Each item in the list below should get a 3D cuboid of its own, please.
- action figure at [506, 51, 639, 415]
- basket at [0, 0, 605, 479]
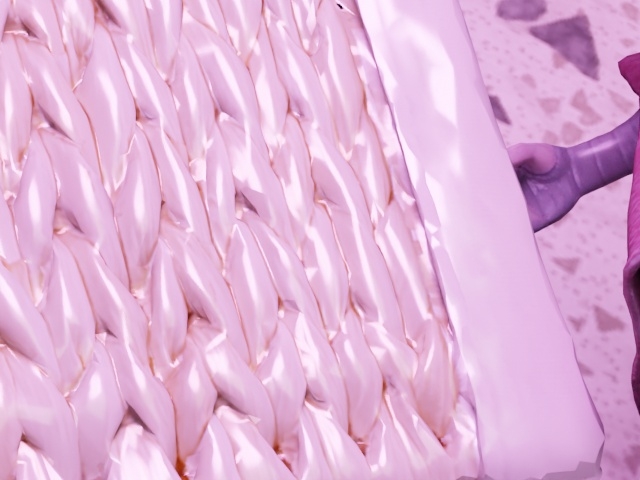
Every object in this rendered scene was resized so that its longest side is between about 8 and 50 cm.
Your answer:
[{"bbox_3d":[0.168,-0.083,0.644,0.275,0.248,0.370,-6,56,8],"label":"action figure"},{"bbox_3d":[-0.112,0.015,0.705,0.266,0.328,0.331,-9,66,-21],"label":"basket"}]
